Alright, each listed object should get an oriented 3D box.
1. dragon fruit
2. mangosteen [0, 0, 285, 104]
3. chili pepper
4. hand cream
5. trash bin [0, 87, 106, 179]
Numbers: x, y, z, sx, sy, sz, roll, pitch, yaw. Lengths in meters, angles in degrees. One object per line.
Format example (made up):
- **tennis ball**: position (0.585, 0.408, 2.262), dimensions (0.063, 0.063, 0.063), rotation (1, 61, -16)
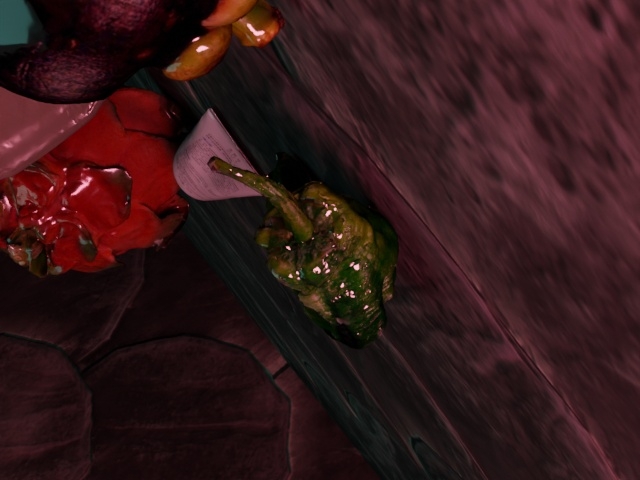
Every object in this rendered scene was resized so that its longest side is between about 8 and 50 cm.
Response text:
- **dragon fruit**: position (-0.214, -0.071, 1.371), dimensions (0.192, 0.274, 0.193), rotation (-24, 106, 43)
- **mangosteen**: position (-0.083, -0.113, 0.581), dimensions (0.151, 0.137, 0.137), rotation (18, -172, -22)
- **chili pepper**: position (0.000, 0.000, 0.788), dimensions (0.122, 0.065, 0.279), rotation (49, 178, 0)
- **hand cream**: position (-0.083, -0.064, 1.184), dimensions (0.084, 0.053, 0.142), rotation (53, 159, -9)
- **trash bin**: position (-0.300, -0.170, 1.192), dimensions (0.219, 0.220, 0.250), rotation (57, 168, -32)
